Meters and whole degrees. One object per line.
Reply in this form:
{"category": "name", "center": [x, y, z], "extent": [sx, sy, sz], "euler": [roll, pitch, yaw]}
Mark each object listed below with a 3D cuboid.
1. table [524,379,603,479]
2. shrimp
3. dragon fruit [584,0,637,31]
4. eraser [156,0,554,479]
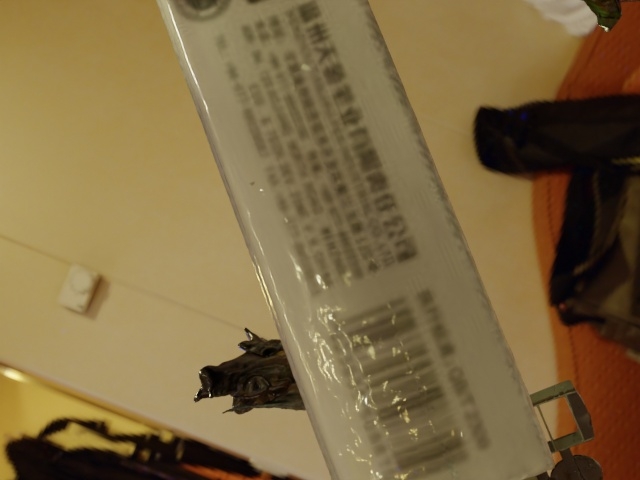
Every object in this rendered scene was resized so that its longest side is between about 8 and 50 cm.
{"category": "table", "center": [0.203, 0.228, 1.082], "extent": [0.175, 0.146, 0.062], "euler": [-23, 20, 8]}
{"category": "shrimp", "center": [-0.005, 0.027, 0.704], "extent": [0.262, 0.198, 0.051], "euler": [-10, -33, -39]}
{"category": "dragon fruit", "center": [0.127, -0.155, 0.398], "extent": [0.138, 0.142, 0.175], "euler": [-62, -5, 2]}
{"category": "eraser", "center": [-0.010, -0.061, 0.521], "extent": [0.096, 0.098, 0.403], "euler": [74, 176, -76]}
